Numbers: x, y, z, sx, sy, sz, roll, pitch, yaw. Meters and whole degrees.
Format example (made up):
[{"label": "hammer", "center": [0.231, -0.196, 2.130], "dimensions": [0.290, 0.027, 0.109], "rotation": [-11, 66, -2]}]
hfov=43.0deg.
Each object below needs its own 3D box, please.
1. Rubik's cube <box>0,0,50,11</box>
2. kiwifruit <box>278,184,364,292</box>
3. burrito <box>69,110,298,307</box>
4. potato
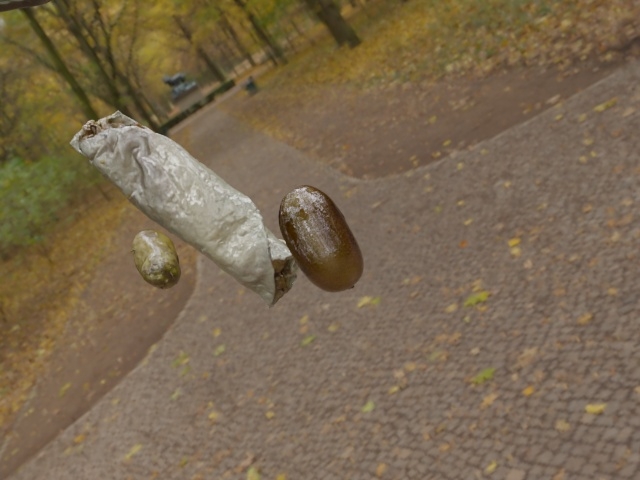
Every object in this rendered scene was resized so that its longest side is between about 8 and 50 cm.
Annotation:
[{"label": "Rubik's cube", "center": [-0.267, -0.202, 0.423], "dimensions": [0.183, 0.167, 0.180], "rotation": [-9, 10, 4]}, {"label": "kiwifruit", "center": [0.000, 0.000, 0.875], "dimensions": [0.075, 0.124, 0.075], "rotation": [-32, -1, 0]}, {"label": "burrito", "center": [-0.191, -0.059, 1.189], "dimensions": [0.117, 0.392, 0.076], "rotation": [-52, -4, 11]}, {"label": "potato", "center": [-0.168, 0.022, 0.841], "dimensions": [0.045, 0.047, 0.092], "rotation": [-20, 36, -14]}]
